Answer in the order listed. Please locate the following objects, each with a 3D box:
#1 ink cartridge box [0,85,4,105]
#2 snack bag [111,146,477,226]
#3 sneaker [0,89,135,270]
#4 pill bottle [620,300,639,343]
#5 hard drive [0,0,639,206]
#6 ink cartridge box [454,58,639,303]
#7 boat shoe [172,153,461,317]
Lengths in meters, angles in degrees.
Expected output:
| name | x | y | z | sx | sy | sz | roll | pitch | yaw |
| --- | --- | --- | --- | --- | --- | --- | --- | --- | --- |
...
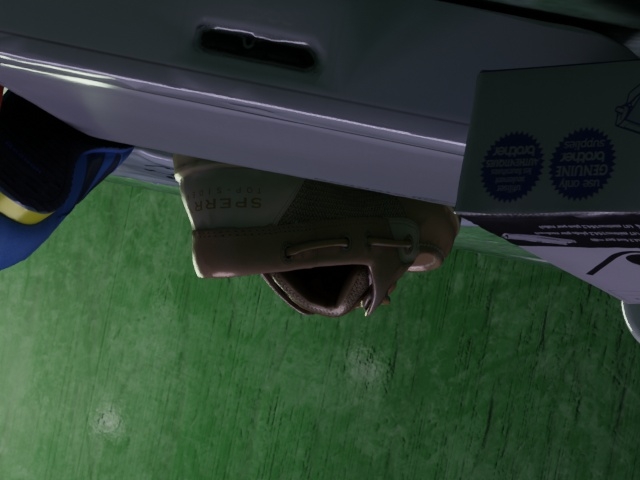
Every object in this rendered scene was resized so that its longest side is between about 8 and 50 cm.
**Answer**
| name | x | y | z | sx | sy | sz | roll | pitch | yaw |
| --- | --- | --- | --- | --- | --- | --- | --- | --- | --- |
| ink cartridge box | -0.191 | -0.082 | 0.784 | 0.115 | 0.063 | 0.029 | 10 | -179 | 16 |
| snack bag | -0.072 | -0.058 | 1.516 | 0.342 | 0.037 | 0.323 | 11 | 178 | -22 |
| sneaker | -0.153 | -0.034 | 0.932 | 0.069 | 0.082 | 0.209 | 42 | -157 | -5 |
| pill bottle | 0.330 | 0.054 | 1.510 | 0.103 | 0.103 | 0.184 | 10 | 178 | 37 |
| hard drive | -0.015 | -0.058 | 0.737 | 0.233 | 0.047 | 0.353 | 11 | 179 | 1 |
| ink cartridge box | 0.148 | -0.014 | 0.464 | 0.207 | 0.046 | 0.097 | -1 | 164 | 40 |
| boat shoe | 0.000 | 0.000 | 1.259 | 0.121 | 0.110 | 0.341 | -7 | 169 | 28 |
